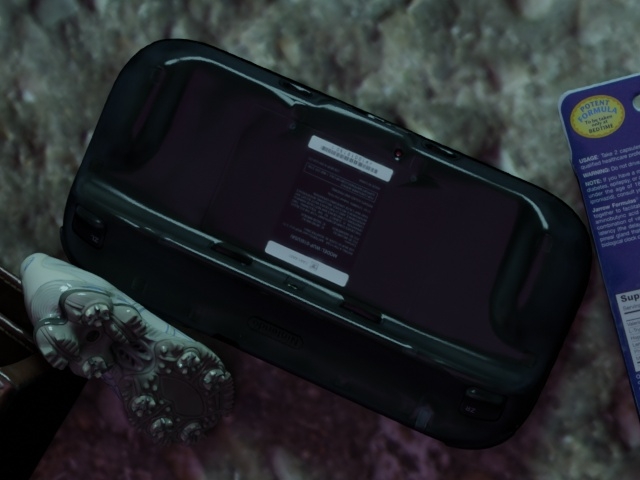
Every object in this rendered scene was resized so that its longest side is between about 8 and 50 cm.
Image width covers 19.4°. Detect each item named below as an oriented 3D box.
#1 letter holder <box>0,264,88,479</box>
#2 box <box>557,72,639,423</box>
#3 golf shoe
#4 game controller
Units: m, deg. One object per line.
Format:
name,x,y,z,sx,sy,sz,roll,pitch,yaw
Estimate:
letter holder,-0.315,0.138,1.184,0.214,0.152,0.302,34,105,9
box,0.230,0.006,1.087,0.136,0.036,0.225,-14,96,15
golf shoe,-0.118,0.061,1.143,0.069,0.176,0.086,-42,46,1
game controller,0.000,0.000,1.139,0.319,0.067,0.166,24,89,9
